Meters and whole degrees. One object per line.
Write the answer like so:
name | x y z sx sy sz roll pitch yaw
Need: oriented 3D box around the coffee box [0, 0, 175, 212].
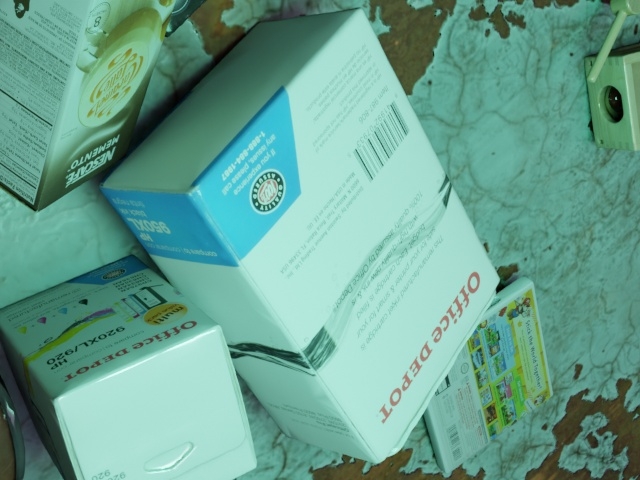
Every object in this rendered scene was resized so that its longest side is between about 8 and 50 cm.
coffee box | -0.217 -0.166 0.897 0.141 0.098 0.246 -44 166 -50

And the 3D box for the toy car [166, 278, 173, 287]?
toy car | -0.122 0.008 1.143 0.060 0.040 0.122 22 94 -34

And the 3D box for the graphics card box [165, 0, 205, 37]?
graphics card box | -0.192 -0.400 0.934 0.233 0.094 0.371 -47 124 -9

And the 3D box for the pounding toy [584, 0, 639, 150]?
pounding toy | 0.404 -0.229 1.355 0.181 0.094 0.206 -17 105 -20

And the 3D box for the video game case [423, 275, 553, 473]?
video game case | 0.226 0.188 1.404 0.206 0.026 0.227 -32 127 -18

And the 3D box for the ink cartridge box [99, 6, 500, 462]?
ink cartridge box | 0.000 0.000 1.096 0.285 0.166 0.395 -51 126 -29

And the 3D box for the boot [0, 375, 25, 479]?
boot | -0.446 0.174 0.971 0.280 0.096 0.264 -26 118 -21

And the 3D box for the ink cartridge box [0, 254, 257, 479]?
ink cartridge box | -0.200 0.148 1.026 0.171 0.233 0.168 -24 117 -23
